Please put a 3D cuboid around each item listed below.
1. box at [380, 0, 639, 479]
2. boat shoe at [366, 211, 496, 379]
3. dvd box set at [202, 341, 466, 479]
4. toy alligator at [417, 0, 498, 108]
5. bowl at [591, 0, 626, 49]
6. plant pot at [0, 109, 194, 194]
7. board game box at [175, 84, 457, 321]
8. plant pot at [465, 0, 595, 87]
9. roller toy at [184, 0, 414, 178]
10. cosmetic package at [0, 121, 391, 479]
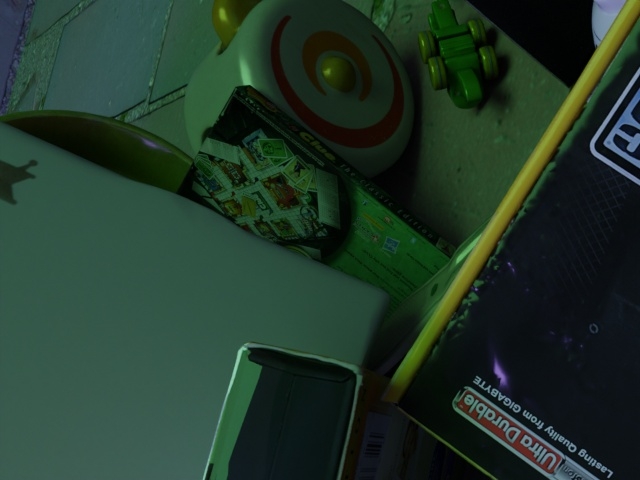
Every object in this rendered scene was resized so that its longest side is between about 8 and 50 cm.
[{"bbox_3d":[0.223,0.049,0.434,0.322,0.079,0.257,35,109,15],"label":"box"},{"bbox_3d":[0.098,0.069,0.842,0.233,0.079,0.084,-46,12,34],"label":"boat shoe"},{"bbox_3d":[0.007,0.232,0.646,0.420,0.062,0.307,36,-114,-72],"label":"dvd box set"},{"bbox_3d":[0.115,-0.171,0.990,0.051,0.056,0.189,77,180,-47],"label":"toy alligator"},{"bbox_3d":[0.196,-0.142,0.593,0.170,0.080,0.170,-53,21,30],"label":"bowl"},{"bbox_3d":[-0.312,0.098,1.328,0.353,0.366,0.366,120,152,-44],"label":"plant pot"},{"bbox_3d":[0.000,0.000,0.935,0.260,0.030,0.136,40,115,12],"label":"board game box"},{"bbox_3d":[0.150,-0.262,0.857,0.167,0.187,0.188,-49,33,13],"label":"plant pot"},{"bbox_3d":[-0.016,-0.130,1.045,0.146,0.191,0.209,-34,58,49],"label":"roller toy"},{"bbox_3d":[-0.191,0.194,0.839,0.393,0.329,0.327,112,-178,-50],"label":"cosmetic package"}]
